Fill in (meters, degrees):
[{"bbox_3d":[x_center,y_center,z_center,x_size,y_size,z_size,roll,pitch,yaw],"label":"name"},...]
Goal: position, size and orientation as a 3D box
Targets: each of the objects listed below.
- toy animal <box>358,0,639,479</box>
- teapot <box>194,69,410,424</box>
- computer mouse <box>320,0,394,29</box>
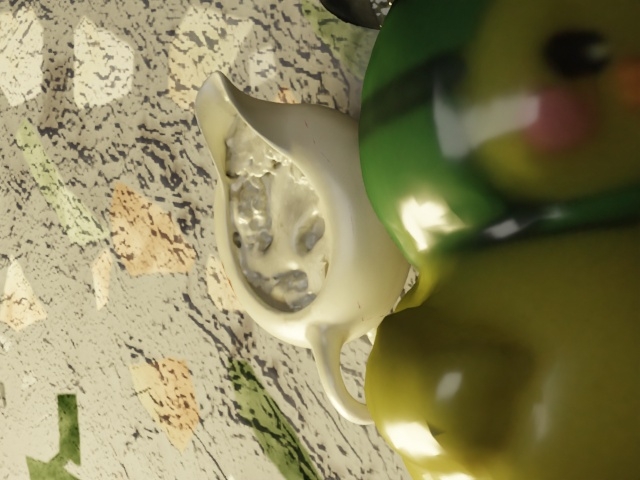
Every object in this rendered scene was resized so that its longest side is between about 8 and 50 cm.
[{"bbox_3d":[0.113,0.022,0.531,0.191,0.216,0.338,162,101,-73],"label":"toy animal"},{"bbox_3d":[0.000,0.000,0.715,0.145,0.092,0.226,-37,71,46],"label":"teapot"},{"bbox_3d":[0.048,-0.165,0.660,0.192,0.062,0.106,30,116,38],"label":"computer mouse"}]
